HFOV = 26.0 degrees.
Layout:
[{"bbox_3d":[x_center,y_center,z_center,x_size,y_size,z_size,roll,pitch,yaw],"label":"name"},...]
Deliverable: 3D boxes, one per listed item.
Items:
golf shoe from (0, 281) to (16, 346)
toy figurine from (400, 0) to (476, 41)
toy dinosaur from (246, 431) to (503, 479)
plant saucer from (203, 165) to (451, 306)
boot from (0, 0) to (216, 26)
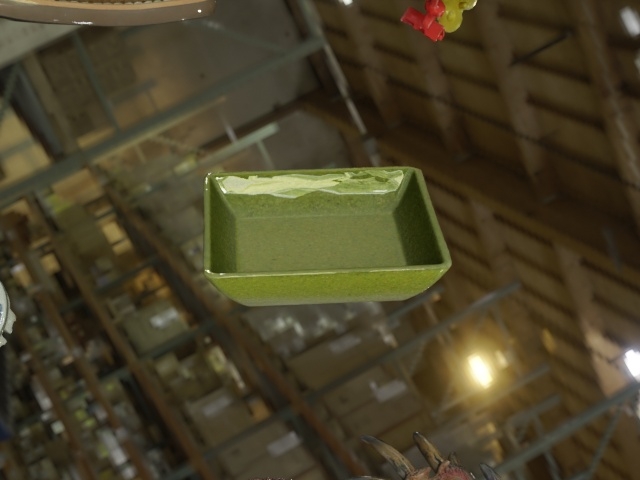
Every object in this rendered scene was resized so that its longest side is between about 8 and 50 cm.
[{"bbox_3d":[-0.199,0.068,0.547,0.069,0.176,0.086,18,-22,23],"label":"golf shoe"},{"bbox_3d":[0.117,-0.403,1.342,0.217,0.362,0.191,32,-4,11],"label":"toy figurine"},{"bbox_3d":[0.005,0.210,0.934,0.127,0.295,0.200,-55,150,-65],"label":"toy dinosaur"},{"bbox_3d":[0.000,0.000,1.125,0.188,0.188,0.045,-99,-173,-63],"label":"plant saucer"},{"bbox_3d":[-0.189,-0.177,0.721,0.112,0.305,0.115,25,-73,61],"label":"boot"}]
